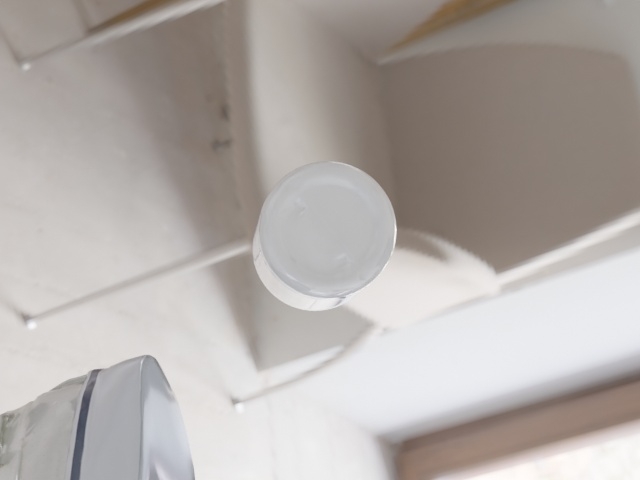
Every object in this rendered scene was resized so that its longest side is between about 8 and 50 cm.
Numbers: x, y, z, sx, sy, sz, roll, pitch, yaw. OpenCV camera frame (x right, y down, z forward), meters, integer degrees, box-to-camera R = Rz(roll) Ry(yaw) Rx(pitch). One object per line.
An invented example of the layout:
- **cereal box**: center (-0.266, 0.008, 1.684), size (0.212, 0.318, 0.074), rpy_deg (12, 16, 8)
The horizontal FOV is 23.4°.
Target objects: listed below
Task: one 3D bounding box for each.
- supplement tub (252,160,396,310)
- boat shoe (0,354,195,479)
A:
- **supplement tub**: center (0.000, 0.000, 0.814), size (0.107, 0.071, 0.071), rpy_deg (125, -52, -81)
- **boat shoe**: center (-0.150, 0.183, 0.716), size (0.367, 0.156, 0.136), rpy_deg (-96, 168, -60)
